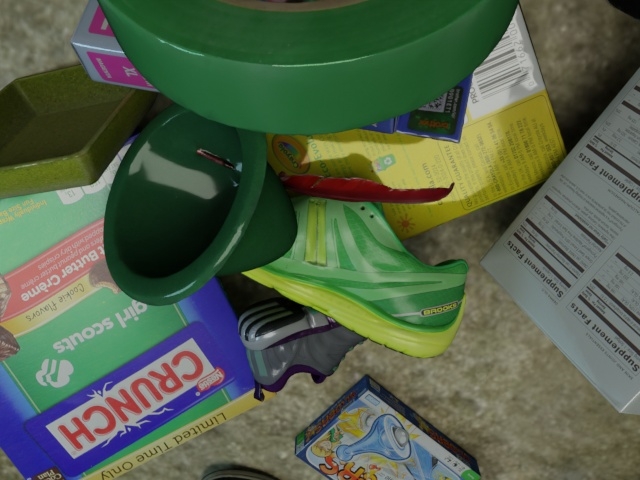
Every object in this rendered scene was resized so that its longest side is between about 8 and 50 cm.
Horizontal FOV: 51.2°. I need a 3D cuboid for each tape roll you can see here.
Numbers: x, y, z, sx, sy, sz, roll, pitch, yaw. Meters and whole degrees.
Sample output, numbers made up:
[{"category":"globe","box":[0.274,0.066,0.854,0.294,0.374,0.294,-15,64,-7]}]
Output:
[{"category":"tape roll","box":[-0.010,-0.229,0.483,0.322,0.321,0.077,-3,156,2]}]

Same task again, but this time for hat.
[{"category":"hat","box":[-0.044,-0.009,0.554,0.184,0.209,0.172,25,80,-46]}]

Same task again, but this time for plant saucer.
[{"category":"plant saucer","box":[-0.238,-0.097,0.598,0.189,0.188,0.045,-6,129,19]}]

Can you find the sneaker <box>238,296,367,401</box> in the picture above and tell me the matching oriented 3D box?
[{"category":"sneaker","box":[0.019,0.094,0.719,0.224,0.083,0.098,-14,113,-25]}]

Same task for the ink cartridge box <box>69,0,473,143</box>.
[{"category":"ink cartridge box","box":[-0.022,-0.194,0.546,0.311,0.065,0.185,13,70,7]}]

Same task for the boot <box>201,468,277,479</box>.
[{"category":"boot","box":[-0.057,0.402,0.833,0.236,0.178,0.085,34,110,-15]}]

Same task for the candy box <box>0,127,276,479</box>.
[{"category":"candy box","box":[-0.236,0.079,0.691,0.268,0.122,0.317,-27,114,-7]}]

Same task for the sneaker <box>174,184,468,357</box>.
[{"category":"sneaker","box":[0.000,0.000,0.621,0.296,0.109,0.123,26,87,-2]}]

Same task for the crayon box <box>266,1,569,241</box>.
[{"category":"crayon box","box":[0.059,-0.104,0.663,0.319,0.081,0.202,-22,111,9]}]

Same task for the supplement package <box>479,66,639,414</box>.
[{"category":"supplement package","box":[0.335,0.001,0.608,0.199,0.198,0.262,17,117,-40]}]

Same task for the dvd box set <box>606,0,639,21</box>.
[{"category":"dvd box set","box":[0.462,-0.258,0.473,0.421,0.307,0.062,-26,122,11]}]

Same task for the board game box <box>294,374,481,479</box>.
[{"category":"board game box","box":[0.086,0.278,0.856,0.201,0.035,0.136,39,108,-15]}]
